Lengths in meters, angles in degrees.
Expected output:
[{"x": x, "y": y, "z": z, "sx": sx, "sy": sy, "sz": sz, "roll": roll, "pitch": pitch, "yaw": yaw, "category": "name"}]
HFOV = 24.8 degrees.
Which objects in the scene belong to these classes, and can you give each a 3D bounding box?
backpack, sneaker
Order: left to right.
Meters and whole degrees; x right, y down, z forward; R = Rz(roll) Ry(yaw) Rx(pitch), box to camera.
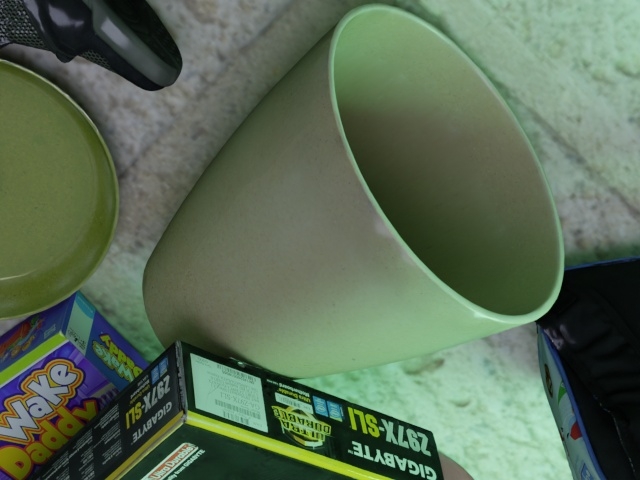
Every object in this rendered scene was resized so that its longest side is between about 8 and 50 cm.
[{"x": -0.218, "y": -0.165, "z": 1.089, "sx": 0.227, "sy": 0.087, "sz": 0.130, "roll": 34, "pitch": 113, "yaw": -14, "category": "sneaker"}, {"x": 0.305, "y": 0.147, "z": 1.163, "sx": 0.276, "sy": 0.263, "sz": 0.213, "roll": -12, "pitch": 134, "yaw": 6, "category": "backpack"}]

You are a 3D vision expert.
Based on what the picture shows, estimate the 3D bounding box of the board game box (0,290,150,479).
[{"x": -0.278, "y": 0.228, "z": 1.303, "sx": 0.347, "sy": 0.078, "sz": 0.233, "roll": -34, "pitch": 113, "yaw": 17, "category": "board game box"}]

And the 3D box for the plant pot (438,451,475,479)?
[{"x": 0.059, "y": 0.309, "z": 1.293, "sx": 0.201, "sy": 0.180, "sz": 0.201, "roll": 0, "pitch": 118, "yaw": 0, "category": "plant pot"}]

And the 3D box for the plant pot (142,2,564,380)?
[{"x": 0.000, "y": 0.000, "z": 1.113, "sx": 0.274, "sy": 0.256, "sz": 0.256, "roll": -32, "pitch": 115, "yaw": 34, "category": "plant pot"}]

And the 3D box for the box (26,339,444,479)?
[{"x": -0.097, "y": 0.226, "z": 1.171, "sx": 0.257, "sy": 0.079, "sz": 0.322, "roll": 23, "pitch": 131, "yaw": -34, "category": "box"}]

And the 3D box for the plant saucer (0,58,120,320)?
[{"x": -0.281, "y": -0.046, "z": 1.180, "sx": 0.241, "sy": 0.037, "sz": 0.241, "roll": 0, "pitch": 118, "yaw": 0, "category": "plant saucer"}]
